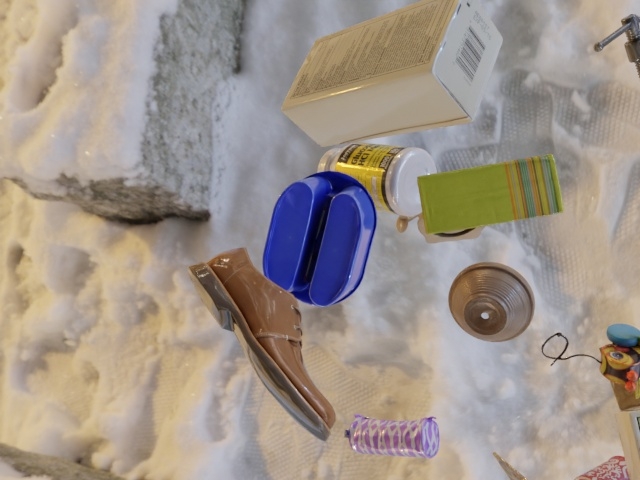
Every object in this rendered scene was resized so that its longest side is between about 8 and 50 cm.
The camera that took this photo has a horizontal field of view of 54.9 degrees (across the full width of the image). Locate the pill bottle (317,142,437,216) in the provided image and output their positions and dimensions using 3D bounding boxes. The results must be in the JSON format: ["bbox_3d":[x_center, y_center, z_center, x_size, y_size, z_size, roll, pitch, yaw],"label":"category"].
[{"bbox_3d":[0.150,-0.183,1.762,0.333,0.187,0.188,15,83,47],"label":"pill bottle"}]

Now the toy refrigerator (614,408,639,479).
[{"bbox_3d":[0.692,0.480,1.247,0.102,0.094,0.270,-7,73,4],"label":"toy refrigerator"}]

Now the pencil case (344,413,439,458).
[{"bbox_3d":[0.160,0.429,1.356,0.206,0.086,0.088,-8,63,35],"label":"pencil case"}]

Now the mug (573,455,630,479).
[{"bbox_3d":[0.763,0.638,1.619,0.150,0.169,0.113,-53,50,47],"label":"mug"}]

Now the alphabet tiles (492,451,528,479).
[{"bbox_3d":[0.446,0.523,1.178,0.009,0.198,0.237,-42,35,-10],"label":"alphabet tiles"}]

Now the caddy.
[{"bbox_3d":[0.000,0.000,1.502,0.241,0.179,0.342,17,100,14],"label":"caddy"}]

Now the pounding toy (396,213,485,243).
[{"bbox_3d":[0.361,-0.095,1.864,0.269,0.154,0.155,-6,54,5],"label":"pounding toy"}]

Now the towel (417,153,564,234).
[{"bbox_3d":[0.284,-0.077,1.033,0.237,0.021,0.102,-10,88,-3],"label":"towel"}]

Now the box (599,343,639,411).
[{"bbox_3d":[0.785,0.300,1.462,0.201,0.021,0.165,-30,50,34],"label":"box"}]

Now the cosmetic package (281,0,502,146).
[{"bbox_3d":[0.099,-0.251,0.940,0.309,0.113,0.160,1,60,49],"label":"cosmetic package"}]

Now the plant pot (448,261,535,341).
[{"bbox_3d":[0.461,0.187,1.699,0.237,0.109,0.238,10,113,23],"label":"plant pot"}]

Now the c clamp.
[{"bbox_3d":[0.291,-0.124,0.522,0.137,0.161,0.022,-41,20,-24],"label":"c clamp"}]

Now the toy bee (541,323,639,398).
[{"bbox_3d":[0.670,0.270,1.339,0.298,0.162,0.195,-25,114,4],"label":"toy bee"}]

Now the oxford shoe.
[{"bbox_3d":[-0.042,0.092,0.595,0.076,0.076,0.212,-30,74,-23],"label":"oxford shoe"}]
